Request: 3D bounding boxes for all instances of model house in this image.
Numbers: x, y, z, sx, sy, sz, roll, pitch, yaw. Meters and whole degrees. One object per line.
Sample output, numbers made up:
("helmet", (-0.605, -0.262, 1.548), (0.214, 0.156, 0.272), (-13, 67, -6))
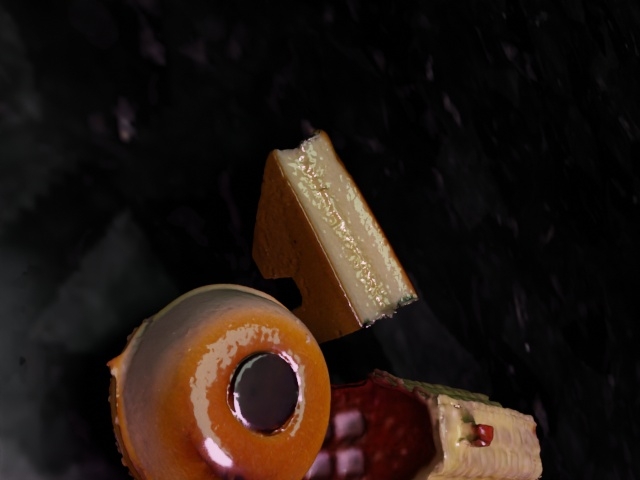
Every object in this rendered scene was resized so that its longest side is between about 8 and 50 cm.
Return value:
("model house", (0.104, 0.228, 0.925), (0.196, 0.254, 0.160), (20, 63, -42))

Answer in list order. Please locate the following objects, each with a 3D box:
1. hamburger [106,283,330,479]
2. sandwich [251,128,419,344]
("hamburger", (-0.090, 0.155, 0.818), (0.237, 0.147, 0.236), (10, 74, -37))
("sandwich", (0.000, 0.000, 1.009), (0.122, 0.128, 0.235), (-32, 98, -47))
